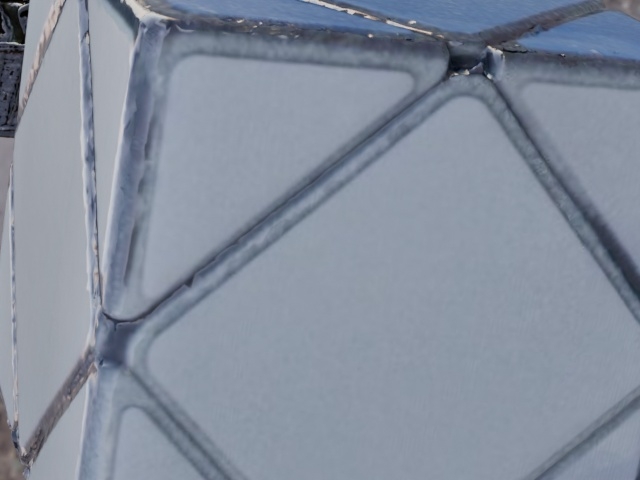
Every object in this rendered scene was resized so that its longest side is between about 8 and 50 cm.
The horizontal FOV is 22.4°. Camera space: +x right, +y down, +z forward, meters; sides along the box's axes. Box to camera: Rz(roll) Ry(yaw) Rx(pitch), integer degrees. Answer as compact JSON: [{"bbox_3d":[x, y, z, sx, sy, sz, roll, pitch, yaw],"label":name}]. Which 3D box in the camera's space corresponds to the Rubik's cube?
[{"bbox_3d":[0.000,0.000,0.591,0.205,0.205,0.207,-131,49,-62],"label":"Rubik's cube"}]

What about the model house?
[{"bbox_3d":[-0.241,-0.149,1.320,0.152,0.106,0.165,11,90,48],"label":"model house"}]
